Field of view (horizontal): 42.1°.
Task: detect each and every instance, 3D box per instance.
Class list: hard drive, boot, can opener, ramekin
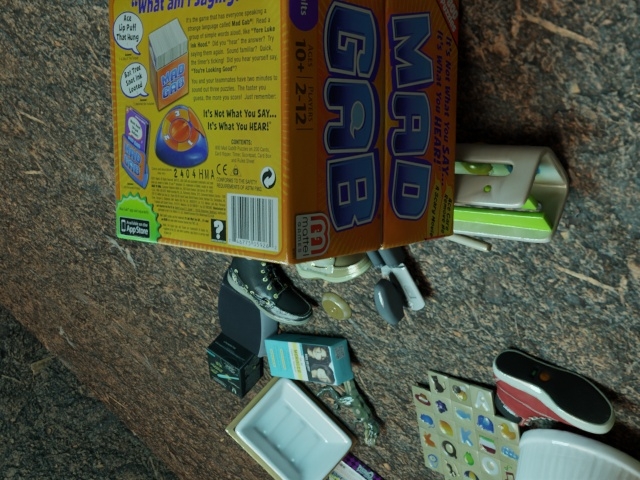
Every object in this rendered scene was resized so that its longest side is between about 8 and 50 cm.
[{"bbox_3d":[-0.191,0.194,2.138,0.172,0.054,0.254,31,145,18],"label":"hard drive"},{"bbox_3d":[0.000,0.000,1.710,0.213,0.077,0.165,-1,125,47],"label":"boot"},{"bbox_3d":[-0.115,0.083,1.910,0.236,0.085,0.178,31,143,18],"label":"boot"},{"bbox_3d":[0.120,0.036,1.617,0.074,0.093,0.280,-3,120,49],"label":"can opener"},{"bbox_3d":[0.504,0.484,1.611,0.273,0.127,0.273,22,155,11],"label":"ramekin"},{"bbox_3d":[0.445,0.325,1.601,0.244,0.088,0.176,27,145,34],"label":"boot"}]

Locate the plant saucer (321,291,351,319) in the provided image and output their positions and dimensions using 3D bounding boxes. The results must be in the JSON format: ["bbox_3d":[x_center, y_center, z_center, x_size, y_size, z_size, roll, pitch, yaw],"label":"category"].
[{"bbox_3d":[0.033,0.154,1.897,0.083,0.015,0.083,27,143,23],"label":"plant saucer"}]

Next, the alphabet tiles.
[{"bbox_3d":[0.328,0.454,1.837,0.285,0.011,0.342,12,122,46],"label":"alphabet tiles"}]

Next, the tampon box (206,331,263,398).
[{"bbox_3d":[-0.235,0.335,2.297,0.120,0.101,0.161,30,145,20],"label":"tampon box"}]

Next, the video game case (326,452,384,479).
[{"bbox_3d":[0.103,0.704,2.407,0.232,0.042,0.210,35,146,12],"label":"video game case"}]

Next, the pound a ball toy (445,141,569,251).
[{"bbox_3d":[0.240,-0.079,1.352,0.319,0.135,0.208,9,159,41],"label":"pound a ball toy"}]

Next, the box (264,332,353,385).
[{"bbox_3d":[-0.031,0.289,2.042,0.244,0.060,0.100,-2,101,47],"label":"box"}]

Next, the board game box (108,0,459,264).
[{"bbox_3d":[-0.049,-0.179,1.191,0.357,0.356,0.356,8,101,42],"label":"board game box"}]

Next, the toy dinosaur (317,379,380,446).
[{"bbox_3d":[0.066,0.401,2.100,0.118,0.064,0.268,-7,119,38],"label":"toy dinosaur"}]

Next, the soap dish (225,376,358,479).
[{"bbox_3d":[-0.080,0.528,2.254,0.291,0.229,0.118,44,163,-1],"label":"soap dish"}]
